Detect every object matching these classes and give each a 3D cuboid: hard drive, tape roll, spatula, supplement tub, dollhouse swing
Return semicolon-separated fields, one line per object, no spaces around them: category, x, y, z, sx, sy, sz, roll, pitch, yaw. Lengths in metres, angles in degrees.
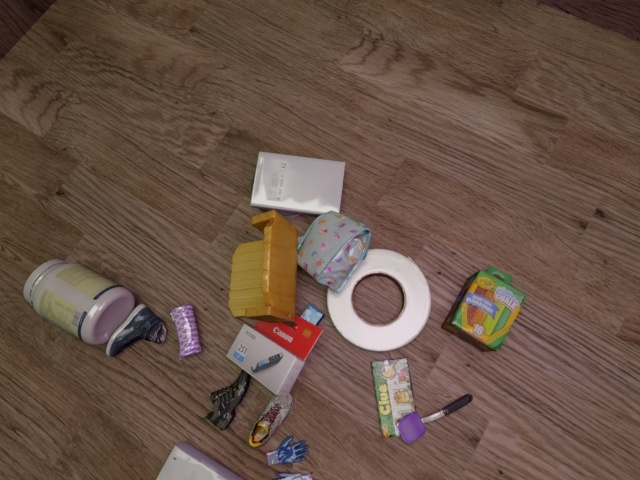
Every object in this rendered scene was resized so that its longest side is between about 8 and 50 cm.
hard drive;-0.088;-0.226;1.654;0.353;0.047;0.232;7;77;1
tape roll;0.219;0.222;1.552;0.392;0.072;0.391;-1;73;4
spatula;0.409;0.612;1.432;0.297;0.030;0.084;-22;82;-9
supplement tub;-0.913;0.226;1.555;0.325;0.235;0.235;25;78;11
dollhouse swing;-0.254;0.109;1.462;0.305;0.315;0.346;-4;73;17

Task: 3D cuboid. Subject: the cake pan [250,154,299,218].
cake pan;-0.156;-0.238;1.721;0.293;0.054;0.293;-1;74;4

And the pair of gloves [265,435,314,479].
pair of gloves;-0.107;0.800;1.440;0.159;0.023;0.198;-14;74;-1

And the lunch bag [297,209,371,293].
lunch bag;0.047;0.026;1.522;0.262;0.160;0.223;-55;40;-1

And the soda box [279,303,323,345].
soda box;-0.073;0.345;1.539;0.067;0.071;0.210;34;80;12

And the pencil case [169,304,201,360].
pencil case;-0.517;0.345;1.566;0.088;0.086;0.206;-7;69;-33

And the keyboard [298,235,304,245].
keyboard;0.000;0.000;1.662;0.256;0.014;0.072;-13;74;1

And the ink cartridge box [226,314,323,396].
ink cartridge box;-0.172;0.371;1.476;0.296;0.066;0.261;20;75;40

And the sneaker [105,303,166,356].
sneaker;-0.701;0.380;1.572;0.163;0.086;0.226;31;78;15

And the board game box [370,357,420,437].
board game box;0.268;0.563;1.474;0.136;0.030;0.259;-9;74;4

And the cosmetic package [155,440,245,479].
cosmetic package;-0.464;0.941;1.390;0.285;0.097;0.377;27;78;9

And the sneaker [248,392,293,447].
sneaker;-0.174;0.638;1.454;0.088;0.092;0.225;30;78;12

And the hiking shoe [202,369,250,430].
hiking shoe;-0.342;0.567;1.491;0.114;0.086;0.226;25;78;7

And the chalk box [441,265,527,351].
chalk box;0.593;0.228;1.464;0.180;0.179;0.289;30;79;11
